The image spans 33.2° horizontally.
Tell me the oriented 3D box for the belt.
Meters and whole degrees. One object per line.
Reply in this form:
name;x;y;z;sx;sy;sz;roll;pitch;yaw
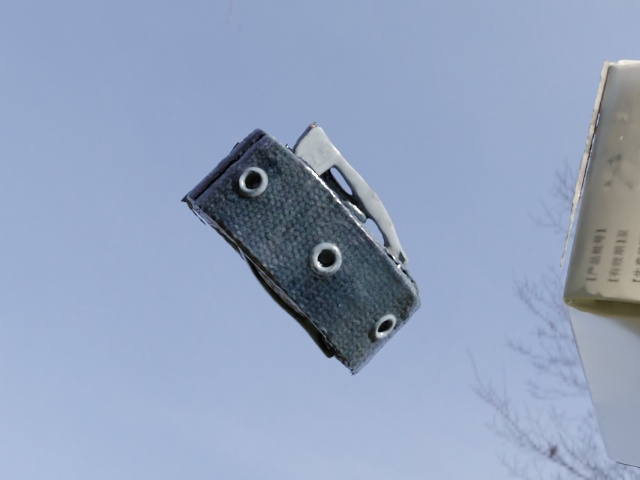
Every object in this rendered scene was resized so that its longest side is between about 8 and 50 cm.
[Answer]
belt;0.000;0.001;0.925;0.128;0.122;0.218;-43;-77;-9

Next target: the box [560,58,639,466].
box;0.265;0.041;0.736;0.145;0.173;0.333;8;-24;24
